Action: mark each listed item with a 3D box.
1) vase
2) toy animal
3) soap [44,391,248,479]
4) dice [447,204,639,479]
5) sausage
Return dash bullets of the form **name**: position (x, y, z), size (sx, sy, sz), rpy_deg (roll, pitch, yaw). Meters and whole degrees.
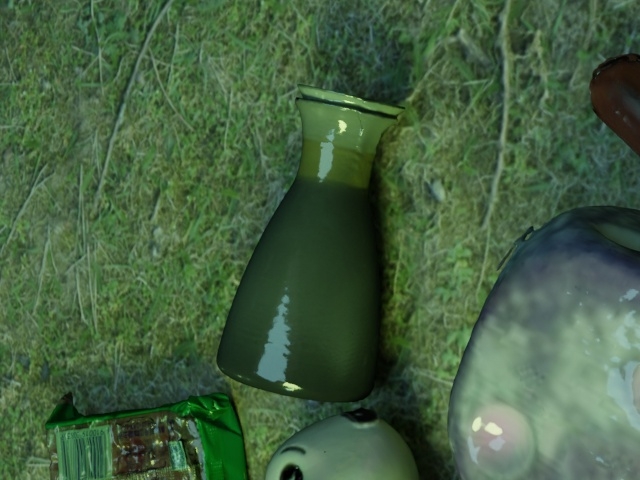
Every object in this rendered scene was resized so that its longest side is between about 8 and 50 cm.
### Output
- **vase**: position (0.000, 0.000, 1.599), size (0.173, 0.173, 0.321), rpy_deg (13, 94, 37)
- **toy animal**: position (0.035, 0.316, 1.544), size (0.212, 0.212, 0.267), rpy_deg (-48, 68, 29)
- **soap**: position (-0.218, 0.279, 1.809), size (0.273, 0.098, 0.218), rpy_deg (-13, 84, 37)
- **dice**: position (0.292, 0.140, 1.299), size (0.271, 0.270, 0.270), rpy_deg (32, 110, 33)
- **sausage**: position (0.311, -0.117, 1.402), size (0.141, 0.076, 0.076), rpy_deg (45, 117, 26)
